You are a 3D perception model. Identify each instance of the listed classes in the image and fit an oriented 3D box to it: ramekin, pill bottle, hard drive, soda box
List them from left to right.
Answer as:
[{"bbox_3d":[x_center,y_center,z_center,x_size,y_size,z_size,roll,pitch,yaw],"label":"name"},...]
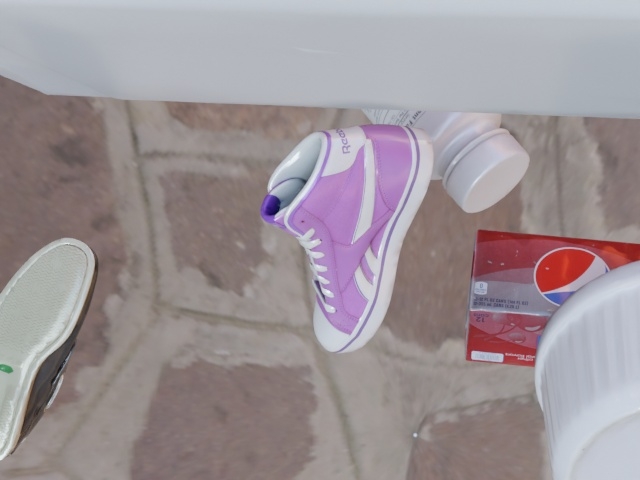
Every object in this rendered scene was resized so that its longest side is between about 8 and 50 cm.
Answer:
[{"bbox_3d":[0.022,-0.075,0.489,0.307,0.203,0.040,4,87,12],"label":"hard drive"},{"bbox_3d":[0.144,-0.149,1.811,0.131,0.131,0.229,-38,66,-2],"label":"pill bottle"},{"bbox_3d":[0.259,0.059,1.287,0.263,0.083,0.092,6,53,7],"label":"soda box"},{"bbox_3d":[0.299,0.146,1.168,0.272,0.273,0.127,9,44,5],"label":"ramekin"}]

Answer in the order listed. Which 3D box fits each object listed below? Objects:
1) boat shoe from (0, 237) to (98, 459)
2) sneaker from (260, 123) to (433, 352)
[{"bbox_3d":[-0.280,0.103,1.454,0.084,0.079,0.233,26,95,14],"label":"boat shoe"},{"bbox_3d":[0.000,-0.001,1.548,0.161,0.102,0.282,-2,125,-27],"label":"sneaker"}]
